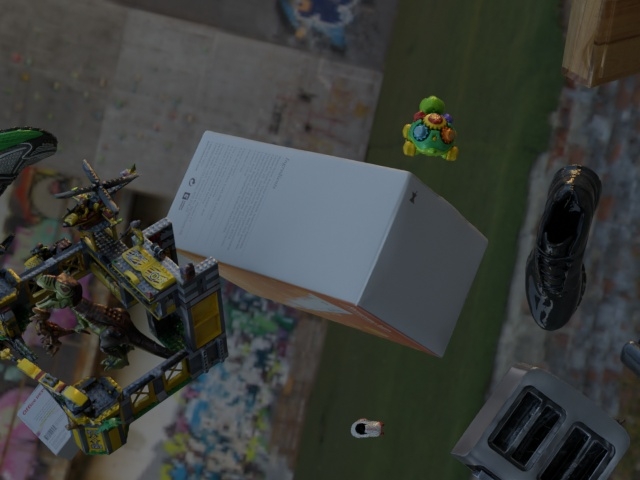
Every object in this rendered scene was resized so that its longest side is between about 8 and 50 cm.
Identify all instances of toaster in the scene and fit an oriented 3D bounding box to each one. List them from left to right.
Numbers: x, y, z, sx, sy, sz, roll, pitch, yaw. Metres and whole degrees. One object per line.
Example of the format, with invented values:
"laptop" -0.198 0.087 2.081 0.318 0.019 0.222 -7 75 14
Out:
"toaster" 0.289 0.260 1.343 0.186 0.168 0.110 -53 -2 -5

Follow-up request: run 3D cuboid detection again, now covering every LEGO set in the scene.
"LEGO set" -0.259 0.053 1.172 0.331 0.254 0.192 46 151 36

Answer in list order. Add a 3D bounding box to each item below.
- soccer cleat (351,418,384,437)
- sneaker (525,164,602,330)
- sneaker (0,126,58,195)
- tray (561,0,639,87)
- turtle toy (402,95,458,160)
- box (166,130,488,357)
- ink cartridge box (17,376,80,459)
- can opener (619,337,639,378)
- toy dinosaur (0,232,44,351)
"soccer cleat" 0.060 0.270 1.495 0.083 0.035 0.029 -16 69 62
"sneaker" 0.388 0.023 1.717 0.130 0.109 0.287 -41 -43 -62
"sneaker" -0.569 -0.062 1.707 0.343 0.146 0.134 -39 1 -8
"tray" 0.571 -0.388 1.652 0.076 0.410 0.203 41 141 43
"turtle toy" 0.190 -0.193 1.776 0.130 0.095 0.066 -87 4 -47
"box" 0.000 0.000 1.333 0.215 0.345 0.168 34 -104 -49
"ink cartridge box" -0.456 0.308 1.814 0.088 0.122 0.052 -52 -29 -5
"can opener" 0.560 0.224 1.516 0.280 0.074 0.093 44 143 44
"toy dinosaur" -0.519 0.111 1.624 0.322 0.164 0.218 -92 24 -57
